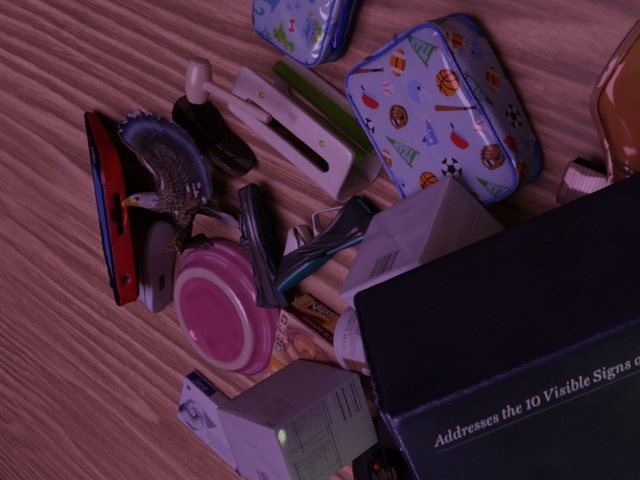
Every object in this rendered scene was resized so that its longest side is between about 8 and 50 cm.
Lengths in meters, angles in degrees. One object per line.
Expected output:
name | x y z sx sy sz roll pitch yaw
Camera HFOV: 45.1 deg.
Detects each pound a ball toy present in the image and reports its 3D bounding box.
pound a ball toy | -0.066 -0.194 1.327 0.319 0.208 0.136 40 132 20

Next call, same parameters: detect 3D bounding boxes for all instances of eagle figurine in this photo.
eagle figurine | -0.311 -0.120 1.593 0.226 0.225 0.299 -7 93 25

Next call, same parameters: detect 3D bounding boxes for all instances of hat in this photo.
hat | 0.193 0.458 1.470 0.331 0.133 0.332 35 134 47

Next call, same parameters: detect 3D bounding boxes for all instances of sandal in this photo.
sandal | -0.221 -0.207 1.569 0.219 0.090 0.060 43 155 9

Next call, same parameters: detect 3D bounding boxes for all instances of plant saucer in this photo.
plant saucer | -0.218 0.162 1.735 0.332 0.084 0.332 20 123 34

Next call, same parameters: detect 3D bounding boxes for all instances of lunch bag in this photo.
lunch bag | 0.177 -0.182 1.180 0.243 0.115 0.304 -25 93 49
lunch bag | -0.016 -0.406 1.259 0.176 0.090 0.219 37 131 25

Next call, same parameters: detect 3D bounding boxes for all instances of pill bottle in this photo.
pill bottle | 0.147 0.189 1.377 0.229 0.131 0.131 6 114 41

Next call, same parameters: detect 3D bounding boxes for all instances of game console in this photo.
game console | -0.497 -0.074 1.796 0.342 0.060 0.387 -135 40 -54

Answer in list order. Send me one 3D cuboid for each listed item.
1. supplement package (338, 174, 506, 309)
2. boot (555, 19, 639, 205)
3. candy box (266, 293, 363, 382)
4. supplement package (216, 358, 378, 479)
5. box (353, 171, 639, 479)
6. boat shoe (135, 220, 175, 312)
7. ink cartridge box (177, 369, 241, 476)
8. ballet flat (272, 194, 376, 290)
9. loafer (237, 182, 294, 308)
supplement package | 0.209 0.083 1.155 0.293 0.175 0.177 40 141 -18
boot | 0.444 -0.125 0.971 0.220 0.109 0.284 24 114 23
candy box | -0.015 0.290 1.608 0.182 0.087 0.317 33 129 26
supplement package | -0.043 0.342 1.429 0.194 0.203 0.149 2 114 53
box | 0.351 0.218 0.869 0.479 0.297 0.472 -23 111 4
boat shoe | -0.406 0.054 1.853 0.088 0.096 0.268 30 137 23
ink cartridge box | -0.275 0.478 1.972 0.223 0.045 0.224 34 130 25
ballet flat | 0.000 0.000 1.456 0.280 0.095 0.096 -32 77 36
loafer | -0.130 0.019 1.560 0.084 0.096 0.268 -12 105 18
